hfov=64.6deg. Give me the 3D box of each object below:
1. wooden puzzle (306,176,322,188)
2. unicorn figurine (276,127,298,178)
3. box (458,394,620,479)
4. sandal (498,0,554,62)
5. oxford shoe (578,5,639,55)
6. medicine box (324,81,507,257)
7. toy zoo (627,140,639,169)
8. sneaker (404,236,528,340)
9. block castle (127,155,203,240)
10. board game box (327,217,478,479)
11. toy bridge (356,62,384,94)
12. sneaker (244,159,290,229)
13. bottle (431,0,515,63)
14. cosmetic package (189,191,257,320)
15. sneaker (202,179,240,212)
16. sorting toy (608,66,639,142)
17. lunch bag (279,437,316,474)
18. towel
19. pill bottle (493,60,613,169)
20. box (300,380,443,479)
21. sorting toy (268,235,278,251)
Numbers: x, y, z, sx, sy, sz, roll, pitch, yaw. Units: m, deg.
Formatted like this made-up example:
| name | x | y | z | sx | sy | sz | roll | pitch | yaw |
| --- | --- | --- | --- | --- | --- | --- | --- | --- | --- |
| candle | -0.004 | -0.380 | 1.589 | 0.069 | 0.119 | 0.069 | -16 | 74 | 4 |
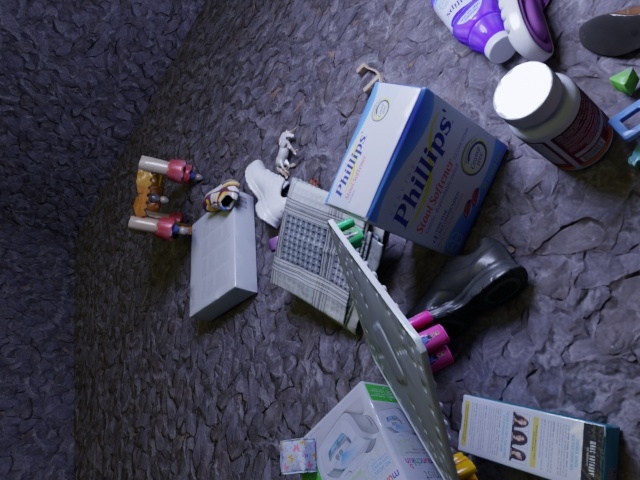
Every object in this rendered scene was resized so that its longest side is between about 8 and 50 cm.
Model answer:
| name | x | y | z | sx | sy | sz | roll | pitch | yaw |
| --- | --- | --- | --- | --- | --- | --- | --- | --- | --- |
| wooden puzzle | -0.023 | -0.162 | 1.538 | 0.049 | 0.006 | 0.083 | -58 | 40 | 17 |
| unicorn figurine | -0.111 | -0.294 | 1.656 | 0.111 | 0.060 | 0.161 | 40 | 106 | 49 |
| box | 0.352 | 0.329 | 0.840 | 0.244 | 0.060 | 0.100 | -3 | 74 | 50 |
| sandal | 0.426 | -0.559 | 1.045 | 0.102 | 0.169 | 0.416 | -25 | 70 | 46 |
| oxford shoe | 0.560 | -0.378 | 0.890 | 0.076 | 0.076 | 0.212 | -33 | 24 | -17 |
| medicine box | 0.198 | -0.136 | 1.033 | 0.149 | 0.289 | 0.263 | 30 | 98 | 51 |
| toy zoo | 0.618 | -0.153 | 0.744 | 0.293 | 0.030 | 0.192 | -16 | 63 | 47 |
| sneaker | 0.268 | 0.106 | 1.017 | 0.286 | 0.109 | 0.130 | -38 | 42 | 22 |
| block castle | -0.583 | -0.162 | 1.966 | 0.453 | 0.213 | 0.302 | -152 | 73 | -77 |
| board game box | 0.142 | 0.192 | 0.897 | 0.050 | 0.390 | 0.390 | -23 | 32 | -6 |
| toy bridge | 0.150 | -0.439 | 1.430 | 0.063 | 0.026 | 0.188 | -39 | 49 | 33 |
| sneaker | -0.155 | -0.166 | 1.645 | 0.129 | 0.111 | 0.297 | -37 | 51 | 14 |
| bottle | 0.353 | -0.510 | 1.159 | 0.118 | 0.092 | 0.282 | -43 | 46 | 30 |
| cosmetic package | -0.342 | 0.054 | 1.760 | 0.284 | 0.097 | 0.377 | -31 | 52 | 36 |
| sneaker | -0.341 | -0.130 | 1.710 | 0.185 | 0.070 | 0.083 | -34 | 44 | 38 |
| sorting toy | 0.607 | -0.282 | 0.762 | 0.348 | 0.047 | 0.196 | -27 | 41 | 38 |
| lunch bag | -0.052 | 0.460 | 1.081 | 0.083 | 0.053 | 0.071 | -23 | 59 | 33 |
| towel | 0.008 | 0.034 | 1.262 | 0.324 | 0.056 | 0.312 | 26 | 110 | 34 |
| pill bottle | 0.402 | -0.212 | 0.874 | 0.121 | 0.221 | 0.121 | -23 | 58 | 43 |
| box | 0.091 | 0.469 | 1.049 | 0.262 | 0.127 | 0.231 | -50 | 41 | 24 |
| sorting toy | 0.000 | 0.000 | 1.387 | 0.366 | 0.127 | 0.126 | -26 | 79 | 39 |
